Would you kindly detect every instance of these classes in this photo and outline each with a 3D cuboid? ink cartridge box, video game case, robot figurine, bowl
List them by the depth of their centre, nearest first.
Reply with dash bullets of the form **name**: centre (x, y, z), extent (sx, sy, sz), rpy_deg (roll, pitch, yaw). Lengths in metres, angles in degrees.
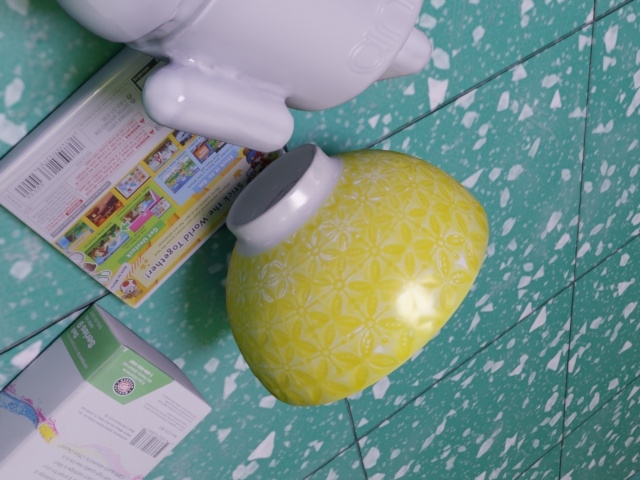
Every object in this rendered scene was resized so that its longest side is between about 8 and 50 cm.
- **robot figurine**: centre (-0.059, -0.220, 0.540), extent (0.353, 0.199, 0.300), rpy_deg (11, 79, -44)
- **video game case**: centre (-0.159, -0.068, 0.687), extent (0.227, 0.026, 0.206), rpy_deg (-45, 136, -7)
- **bowl**: centre (0.000, 0.000, 0.715), extent (0.289, 0.289, 0.156), rpy_deg (-46, 113, -6)
- **ink cartridge box**: centre (-0.245, 0.194, 0.743), extent (0.212, 0.093, 0.154), rpy_deg (-46, 136, -7)
